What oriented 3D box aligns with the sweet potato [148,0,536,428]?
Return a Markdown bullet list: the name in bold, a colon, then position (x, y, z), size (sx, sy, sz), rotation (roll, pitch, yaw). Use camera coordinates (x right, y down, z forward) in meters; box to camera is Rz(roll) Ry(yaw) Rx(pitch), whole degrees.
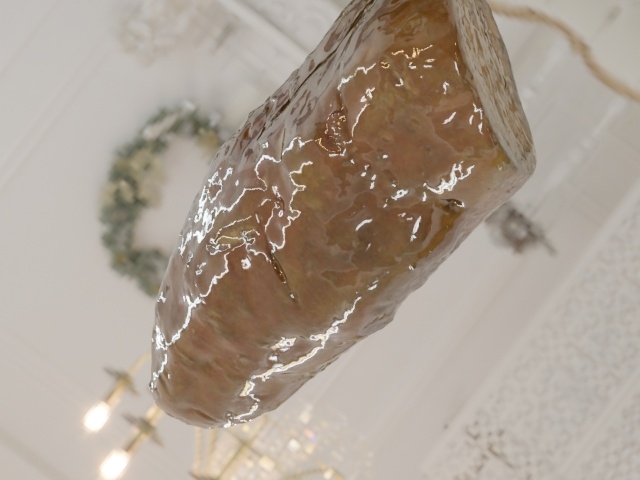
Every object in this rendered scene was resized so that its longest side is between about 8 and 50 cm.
- **sweet potato**: position (0.000, 0.000, 0.514), size (0.097, 0.252, 0.097), rotation (20, -138, -19)
